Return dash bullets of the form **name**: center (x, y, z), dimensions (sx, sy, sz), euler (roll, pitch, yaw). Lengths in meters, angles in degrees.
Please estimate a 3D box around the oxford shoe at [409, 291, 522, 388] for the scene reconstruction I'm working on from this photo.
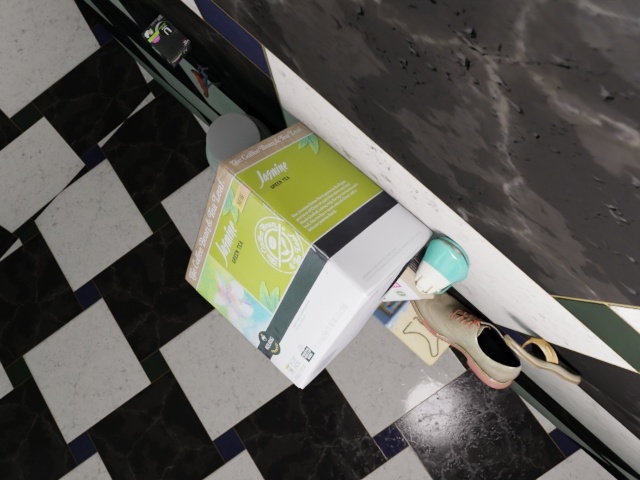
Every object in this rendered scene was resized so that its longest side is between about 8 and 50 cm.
- **oxford shoe**: center (0.373, 0.213, 1.470), dimensions (0.348, 0.123, 0.130), euler (42, 153, 18)

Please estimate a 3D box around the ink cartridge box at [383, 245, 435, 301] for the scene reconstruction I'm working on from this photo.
- **ink cartridge box**: center (0.107, 0.046, 1.220), dimensions (0.235, 0.088, 0.193), euler (-11, 136, 45)

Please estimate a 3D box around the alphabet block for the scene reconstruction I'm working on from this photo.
- **alphabet block**: center (0.299, 0.230, 1.772), dimensions (0.197, 0.192, 0.193), euler (43, 180, -14)

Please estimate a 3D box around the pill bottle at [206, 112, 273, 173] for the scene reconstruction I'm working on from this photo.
- **pill bottle**: center (-0.197, -0.225, 1.505), dimensions (0.176, 0.176, 0.318), euler (41, 179, 4)

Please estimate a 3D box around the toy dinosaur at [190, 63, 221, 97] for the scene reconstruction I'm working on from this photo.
- **toy dinosaur**: center (-0.284, -0.377, 1.380), dimensions (0.047, 0.090, 0.082), euler (29, 128, 30)

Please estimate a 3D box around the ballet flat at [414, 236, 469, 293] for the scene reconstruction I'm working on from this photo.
- **ballet flat**: center (0.207, 0.059, 1.022), dimensions (0.083, 0.087, 0.247), euler (42, 178, 14)

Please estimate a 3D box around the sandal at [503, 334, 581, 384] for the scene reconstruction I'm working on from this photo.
- **sandal**: center (0.411, 0.209, 1.065), dimensions (0.180, 0.049, 0.072), euler (27, -172, -14)

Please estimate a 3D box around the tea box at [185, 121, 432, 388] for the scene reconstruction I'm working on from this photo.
- **tea box**: center (-0.038, 0.030, 1.053), dimensions (0.323, 0.220, 0.329), euler (41, 137, 13)

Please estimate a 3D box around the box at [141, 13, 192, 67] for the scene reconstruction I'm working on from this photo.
- **box**: center (-0.324, -0.422, 1.224), dimensions (0.083, 0.062, 0.052), euler (42, 177, -8)
